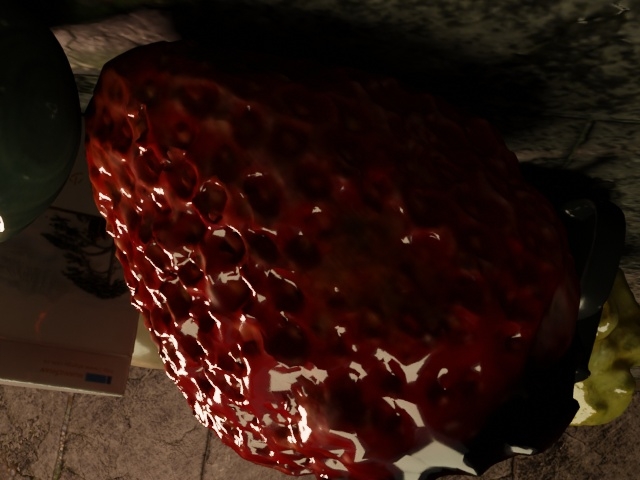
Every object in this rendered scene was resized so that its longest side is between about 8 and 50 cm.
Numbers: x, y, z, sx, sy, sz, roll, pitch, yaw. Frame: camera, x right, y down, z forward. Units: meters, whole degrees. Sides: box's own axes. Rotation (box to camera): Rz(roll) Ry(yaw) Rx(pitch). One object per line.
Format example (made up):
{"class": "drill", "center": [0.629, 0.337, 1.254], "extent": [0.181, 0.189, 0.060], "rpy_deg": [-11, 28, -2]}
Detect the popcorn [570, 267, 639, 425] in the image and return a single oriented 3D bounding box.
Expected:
{"class": "popcorn", "center": [0.211, 0.100, 0.923], "extent": [0.286, 0.215, 0.252], "rpy_deg": [5, 144, 19]}

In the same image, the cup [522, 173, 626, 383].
{"class": "cup", "center": [0.176, 0.035, 0.713], "extent": [0.169, 0.177, 0.223], "rpy_deg": [14, 168, -14]}

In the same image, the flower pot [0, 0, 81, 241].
{"class": "flower pot", "center": [-0.260, -0.081, 0.504], "extent": [0.243, 0.157, 0.189], "rpy_deg": [3, 168, 20]}

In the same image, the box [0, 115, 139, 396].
{"class": "box", "center": [-0.225, 0.010, 0.713], "extent": [0.149, 0.233, 0.067], "rpy_deg": [12, 167, -20]}

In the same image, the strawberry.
{"class": "strawberry", "center": [0.012, 0.003, 0.574], "extent": [0.291, 0.310, 0.292], "rpy_deg": [-19, -179, 0]}

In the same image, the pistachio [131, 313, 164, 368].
{"class": "pistachio", "center": [-0.235, 0.018, 0.880], "extent": [0.332, 0.208, 0.226], "rpy_deg": [24, 122, -7]}
